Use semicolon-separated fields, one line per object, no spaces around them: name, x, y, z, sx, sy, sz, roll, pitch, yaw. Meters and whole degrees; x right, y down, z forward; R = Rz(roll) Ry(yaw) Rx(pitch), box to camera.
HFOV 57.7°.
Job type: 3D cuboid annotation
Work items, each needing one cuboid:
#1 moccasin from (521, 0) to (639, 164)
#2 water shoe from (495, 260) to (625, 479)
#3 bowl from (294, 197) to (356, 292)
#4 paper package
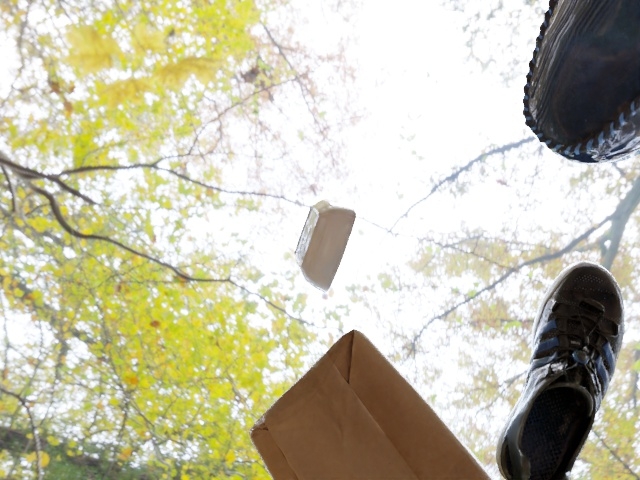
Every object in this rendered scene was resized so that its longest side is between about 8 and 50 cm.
moccasin;0.177;-0.196;0.277;0.117;0.342;0.138;-10;-142;-37
water shoe;0.206;0.109;0.468;0.073;0.080;0.203;21;-102;9
bowl;0.000;0.000;0.923;0.053;0.142;0.142;17;-79;-12
paper package;0.109;0.293;0.632;0.168;0.325;0.309;-40;-123;-2
